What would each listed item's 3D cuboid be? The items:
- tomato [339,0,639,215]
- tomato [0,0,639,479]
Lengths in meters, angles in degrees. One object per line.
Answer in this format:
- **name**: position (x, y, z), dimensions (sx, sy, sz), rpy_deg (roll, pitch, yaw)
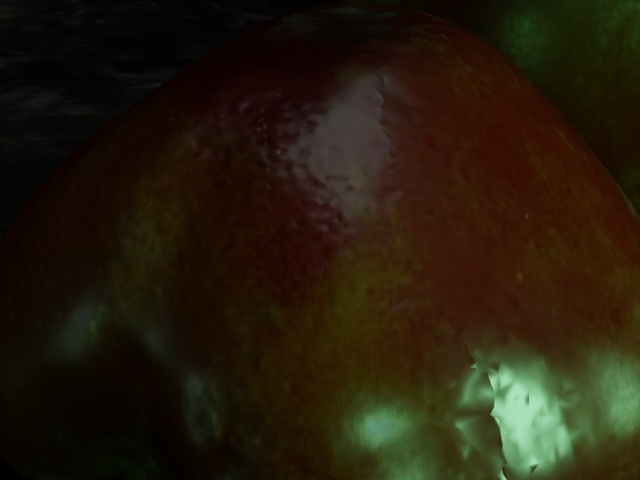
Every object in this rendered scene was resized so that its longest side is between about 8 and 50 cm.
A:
- **tomato**: position (0.141, -0.097, 0.674), dimensions (0.270, 0.223, 0.270), rpy_deg (-4, 20, 1)
- **tomato**: position (0.000, 0.000, 0.518), dimensions (0.233, 0.140, 0.200), rpy_deg (12, 25, 31)
